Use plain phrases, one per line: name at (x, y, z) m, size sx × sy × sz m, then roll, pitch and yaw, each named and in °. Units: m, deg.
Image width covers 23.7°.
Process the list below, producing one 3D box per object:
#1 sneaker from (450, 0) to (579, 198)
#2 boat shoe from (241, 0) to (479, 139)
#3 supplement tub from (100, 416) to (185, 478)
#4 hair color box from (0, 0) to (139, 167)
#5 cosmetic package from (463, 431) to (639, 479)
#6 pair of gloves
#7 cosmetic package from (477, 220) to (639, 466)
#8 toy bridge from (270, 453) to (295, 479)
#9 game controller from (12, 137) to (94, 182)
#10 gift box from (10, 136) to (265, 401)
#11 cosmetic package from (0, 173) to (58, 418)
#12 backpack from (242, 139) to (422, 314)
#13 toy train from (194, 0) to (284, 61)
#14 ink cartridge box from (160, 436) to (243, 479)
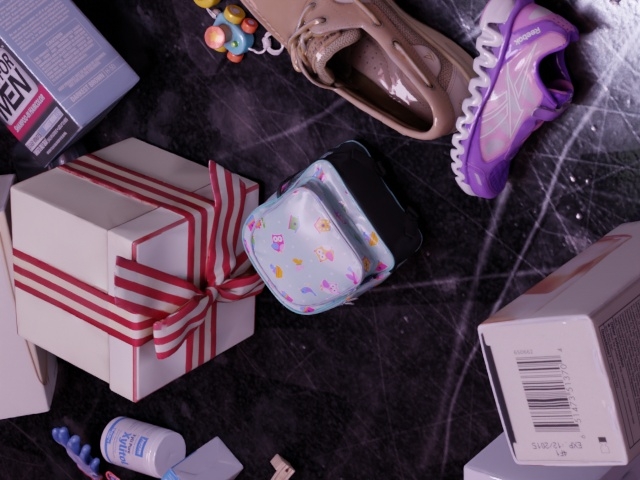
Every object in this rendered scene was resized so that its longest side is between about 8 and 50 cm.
sneaker at (0.208, -0.143, 1.593) m, size 0.104 × 0.095 × 0.236 m, roll 22°, pitch 121°, yaw 21°
boat shoe at (0.023, -0.227, 1.678) m, size 0.341 × 0.110 × 0.121 m, roll 34°, pitch 126°, yaw 20°
supplement tub at (-0.253, 0.294, 2.168) m, size 0.107 × 0.071 × 0.071 m, roll 9°, pitch 115°, yaw 36°
hair color box at (-0.413, -0.286, 1.922) m, size 0.374 × 0.113 × 0.185 m, roll 49°, pitch 152°, yaw -6°
cosmetic package at (0.265, 0.308, 1.654) m, size 0.138 × 0.224 × 0.224 m, roll 13°, pitch 117°, yaw 34°
pair of gloves at (-0.309, 0.345, 2.221) m, size 0.198 × 0.023 × 0.159 m, roll 35°, pitch 161°, yaw 20°
cosmetic package at (0.295, 0.090, 1.485) m, size 0.129 × 0.296 × 0.153 m, roll -7°, pitch 103°, yaw 42°
toy bridge at (-0.104, 0.367, 2.014) m, size 0.026 × 0.188 × 0.063 m, roll 44°, pitch 178°, yaw -23°
game controller at (-0.348, 0.001, 2.131) m, size 0.166 × 0.067 × 0.319 m, roll 13°, pitch 118°, yaw 50°
gift box at (-0.226, 0.020, 1.901) m, size 0.258 × 0.255 × 0.276 m, roll 23°, pitch 129°, yaw 31°
cosmetic package at (-0.458, 0.080, 2.150) m, size 0.113 × 0.160 × 0.309 m, roll -9°, pitch 114°, yaw -1°
backpack at (0.000, 0.000, 1.787) m, size 0.166 × 0.144 × 0.188 m, roll 54°, pitch 135°, yaw -1°
toy train at (-0.108, -0.290, 1.805) m, size 0.125 × 0.046 × 0.166 m, roll -7°, pitch 105°, yaw 41°
ink cartridge box at (-0.195, 0.363, 2.129) m, size 0.061 × 0.104 × 0.181 m, roll 47°, pitch 131°, yaw 13°
